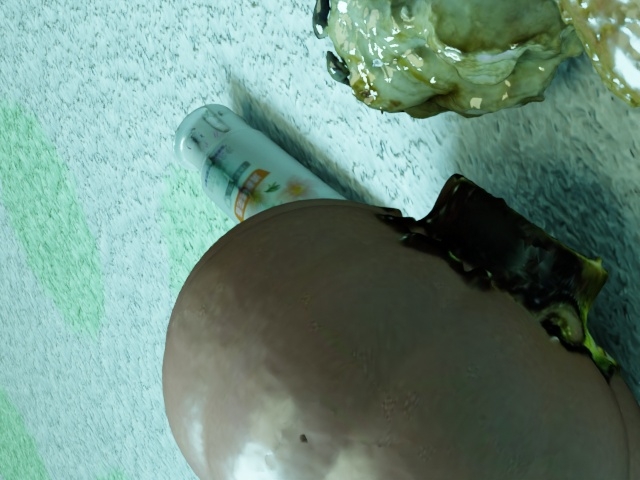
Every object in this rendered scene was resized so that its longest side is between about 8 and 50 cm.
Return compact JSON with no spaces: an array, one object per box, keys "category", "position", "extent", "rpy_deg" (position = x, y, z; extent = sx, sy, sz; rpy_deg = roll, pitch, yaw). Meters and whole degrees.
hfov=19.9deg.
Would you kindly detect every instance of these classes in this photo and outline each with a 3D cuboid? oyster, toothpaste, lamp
[{"category":"oyster","position":[0.068,-0.134,0.989],"extent":[0.163,0.081,0.191],"rpy_deg":[10,123,17]},{"category":"toothpaste","position":[0.000,0.000,1.313],"extent":[0.323,0.066,0.100],"rpy_deg":[41,110,41]},{"category":"lamp","position":[0.060,0.085,1.058],"extent":[0.305,0.239,0.305],"rpy_deg":[34,-176,-3]}]

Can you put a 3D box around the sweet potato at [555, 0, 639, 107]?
[{"category":"sweet potato","position":[0.151,-0.133,0.852],"extent":[0.354,0.095,0.106],"rpy_deg":[65,-164,11]}]
